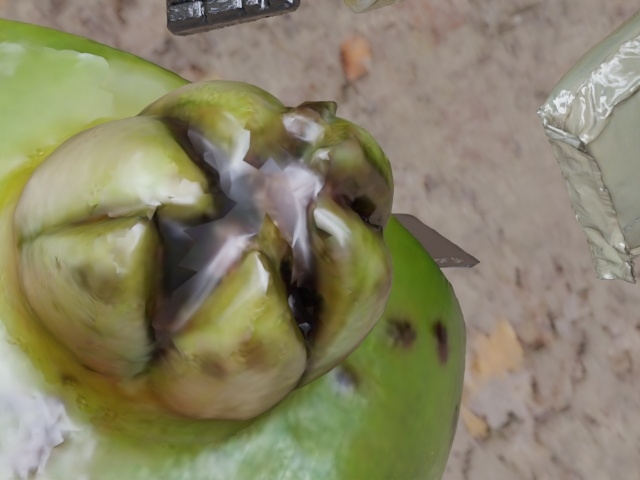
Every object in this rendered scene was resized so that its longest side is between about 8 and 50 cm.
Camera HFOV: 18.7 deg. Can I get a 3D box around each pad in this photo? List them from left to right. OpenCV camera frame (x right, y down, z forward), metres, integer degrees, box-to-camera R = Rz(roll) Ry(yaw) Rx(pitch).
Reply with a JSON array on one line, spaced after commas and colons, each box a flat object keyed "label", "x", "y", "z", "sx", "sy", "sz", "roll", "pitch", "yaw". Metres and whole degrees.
[{"label": "pad", "x": 0.000, "y": 0.000, "z": 1.094, "sx": 0.157, "sy": 0.112, "sz": 0.003, "roll": -1, "pitch": 107, "yaw": -21}]

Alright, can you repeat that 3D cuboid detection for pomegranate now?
[{"label": "pomegranate", "x": -0.052, "y": 0.052, "z": 0.483, "sx": 0.241, "sy": 0.190, "sz": 0.159, "roll": -4, "pitch": 52, "yaw": 43}]

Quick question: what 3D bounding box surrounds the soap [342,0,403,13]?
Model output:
[{"label": "soap", "x": 0.038, "y": -0.261, "z": 0.781, "sx": 0.199, "sy": 0.091, "sz": 0.315, "roll": -19, "pitch": 75, "yaw": -22}]

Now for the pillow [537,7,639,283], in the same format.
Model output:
[{"label": "pillow", "x": 0.188, "y": -0.079, "z": 0.876, "sx": 0.208, "sy": 0.119, "sz": 0.053, "roll": -38, "pitch": 36, "yaw": -14}]

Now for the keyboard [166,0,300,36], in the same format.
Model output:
[{"label": "keyboard", "x": -0.035, "y": -0.177, "z": 0.680, "sx": 0.061, "sy": 0.013, "sz": 0.204, "roll": -6, "pitch": 84, "yaw": 40}]
